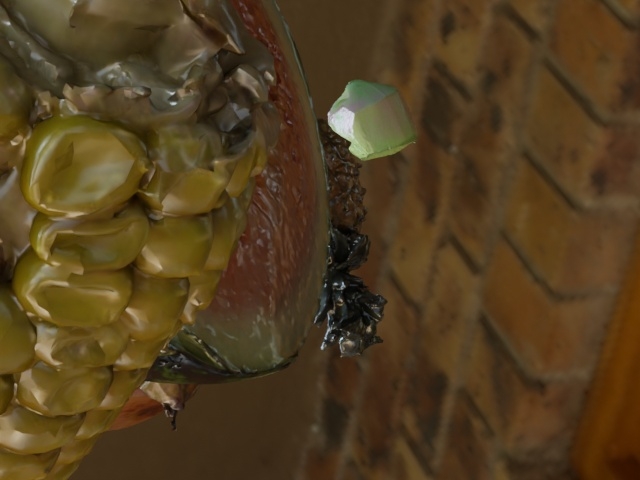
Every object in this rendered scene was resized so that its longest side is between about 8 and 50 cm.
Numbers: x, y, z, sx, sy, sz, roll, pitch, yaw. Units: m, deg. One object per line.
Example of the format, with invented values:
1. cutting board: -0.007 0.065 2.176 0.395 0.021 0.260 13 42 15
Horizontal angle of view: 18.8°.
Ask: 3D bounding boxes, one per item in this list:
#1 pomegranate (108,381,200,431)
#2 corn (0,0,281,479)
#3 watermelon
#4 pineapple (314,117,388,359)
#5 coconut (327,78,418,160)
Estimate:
1. pomegranate: -0.157 -0.014 1.246 0.338 0.338 0.338 -13 -51 -16
2. corn: -0.114 0.041 0.441 0.119 0.119 0.322 14 -53 -33
3. watermelon: -0.039 -0.036 0.727 0.063 0.245 0.119 -6 -40 12
4. pineapple: 0.000 0.000 1.492 0.108 0.198 0.108 -18 -24 -8
5. coconut: 0.047 -0.116 1.847 0.082 0.081 0.083 -24 7 41
